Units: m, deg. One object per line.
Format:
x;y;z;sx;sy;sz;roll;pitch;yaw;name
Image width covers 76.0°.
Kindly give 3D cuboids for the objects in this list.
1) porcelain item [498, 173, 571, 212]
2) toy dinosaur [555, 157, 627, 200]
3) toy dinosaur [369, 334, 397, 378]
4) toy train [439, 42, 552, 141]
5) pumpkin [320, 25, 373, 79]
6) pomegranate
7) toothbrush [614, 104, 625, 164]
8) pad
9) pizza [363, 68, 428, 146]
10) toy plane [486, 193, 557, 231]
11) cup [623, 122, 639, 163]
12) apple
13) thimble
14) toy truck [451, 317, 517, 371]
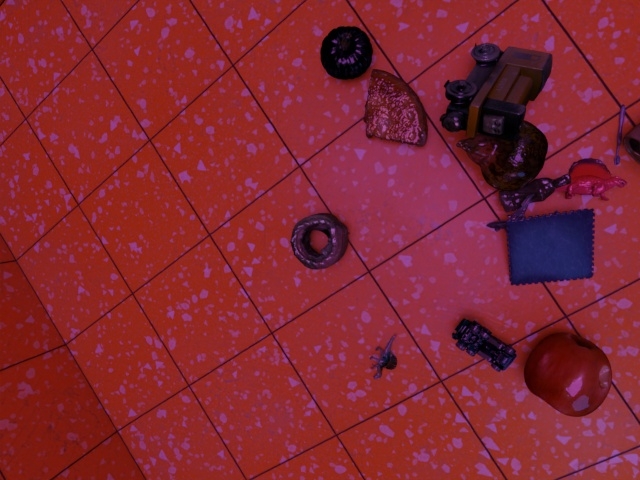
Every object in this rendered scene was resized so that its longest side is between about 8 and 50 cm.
0.714;-0.161;1.362;0.215;0.069;0.081;-19;95;34;porcelain item
0.846;-0.209;1.364;0.286;0.070;0.139;4;85;25;toy dinosaur
0.258;0.462;1.602;0.187;0.044;0.106;-43;97;3;toy dinosaur
0.544;-0.467;1.285;0.253;0.160;0.397;24;63;25;toy train
0.093;-0.675;1.481;0.194;0.150;0.194;4;97;37;pumpkin
0.586;-0.277;1.342;0.276;0.204;0.222;-3;62;14;pomegranate
0.973;-0.343;1.331;0.013;0.019;0.193;4;95;16;toothbrush
0.772;0.029;1.379;0.268;0.012;0.270;-10;114;17;pad
0.251;-0.458;1.485;0.226;0.086;0.336;-36;84;20;pizza
0.687;-0.059;1.395;0.226;0.058;0.226;-9;123;21;toy plane
1.089;-0.292;1.223;0.202;0.173;0.255;-42;83;17;cup
0.809;0.430;1.341;0.242;0.242;0.241;23;94;12;apple
0.000;0.000;1.566;0.218;0.150;0.219;2;96;16;thimble
0.579;0.360;1.464;0.216;0.116;0.110;32;104;3;toy truck
